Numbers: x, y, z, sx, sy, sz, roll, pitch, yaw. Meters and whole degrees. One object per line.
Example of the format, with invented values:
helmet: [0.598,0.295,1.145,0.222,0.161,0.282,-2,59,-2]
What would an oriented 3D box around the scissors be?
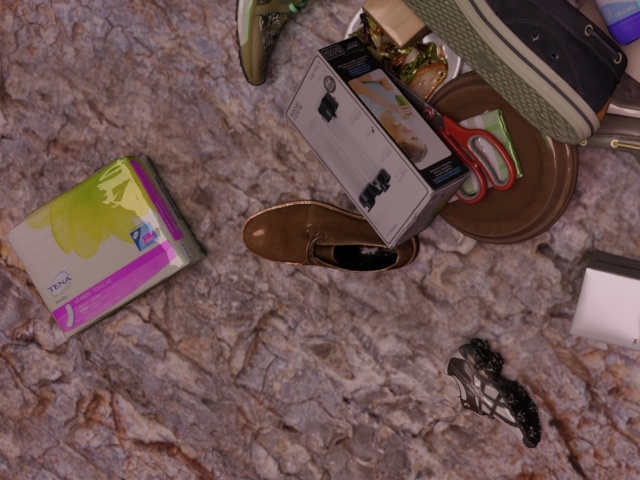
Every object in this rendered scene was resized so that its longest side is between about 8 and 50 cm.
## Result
scissors: [0.184,-0.187,1.670,0.109,0.021,0.297,-40,78,37]

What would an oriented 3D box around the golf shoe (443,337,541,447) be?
golf shoe: [0.278,0.257,1.780,0.094,0.077,0.198,-39,79,30]

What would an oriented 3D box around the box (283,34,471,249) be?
box: [0.082,-0.151,1.705,0.290,0.087,0.169,52,144,16]

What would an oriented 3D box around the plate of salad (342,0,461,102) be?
plate of salad: [0.125,-0.299,1.751,0.200,0.048,0.199,3,100,18]

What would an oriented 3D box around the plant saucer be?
plant saucer: [0.259,-0.124,1.695,0.278,0.041,0.277,11,110,33]

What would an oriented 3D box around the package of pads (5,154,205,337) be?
package of pads: [-0.383,0.005,1.933,0.296,0.101,0.229,-31,88,19]

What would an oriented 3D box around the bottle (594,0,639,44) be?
bottle: [0.402,-0.415,1.507,0.118,0.092,0.282,-22,96,45]

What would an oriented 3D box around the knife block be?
knife block: [0.213,-0.421,1.610,0.088,0.276,0.242,48,138,6]

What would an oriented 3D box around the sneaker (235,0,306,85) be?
sneaker: [-0.024,-0.431,1.741,0.182,0.158,0.410,16,108,-3]

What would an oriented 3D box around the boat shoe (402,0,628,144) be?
boat shoe: [0.230,-0.344,1.498,0.500,0.187,0.156,41,84,-16]

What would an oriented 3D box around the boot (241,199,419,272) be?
boot: [0.000,0.000,1.803,0.305,0.115,0.112,5,104,20]

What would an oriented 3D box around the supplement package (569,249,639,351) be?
supplement package: [0.440,0.086,1.638,0.105,0.179,0.105,15,103,15]

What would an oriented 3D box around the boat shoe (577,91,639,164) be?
boat shoe: [0.480,-0.157,1.628,0.305,0.109,0.091,17,114,20]

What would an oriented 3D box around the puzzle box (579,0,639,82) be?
puzzle box: [0.569,-0.389,1.532,0.409,0.052,0.272,-53,53,18]

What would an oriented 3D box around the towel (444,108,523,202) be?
towel: [0.225,-0.126,1.679,0.152,0.023,0.113,-19,94,38]
